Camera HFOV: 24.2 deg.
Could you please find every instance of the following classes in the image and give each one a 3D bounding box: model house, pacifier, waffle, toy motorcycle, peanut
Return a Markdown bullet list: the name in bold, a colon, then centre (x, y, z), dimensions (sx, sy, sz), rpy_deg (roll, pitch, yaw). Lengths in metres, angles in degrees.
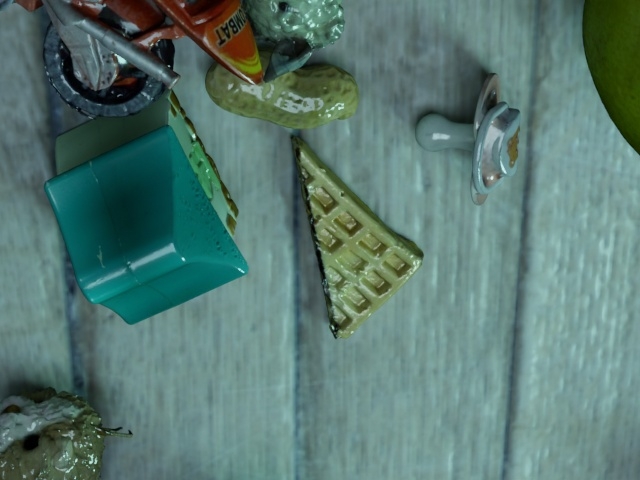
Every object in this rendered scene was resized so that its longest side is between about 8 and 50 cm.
- **model house**: centre (-0.121, -0.017, 1.042), dimensions (0.100, 0.149, 0.127), rpy_deg (-24, 118, 9)
- **pacifier**: centre (0.105, -0.074, 1.089), dimensions (0.078, 0.081, 0.099), rpy_deg (11, 117, 19)
- **waffle**: centre (0.000, 0.000, 1.134), dimensions (0.097, 0.023, 0.152), rpy_deg (-41, 115, 12)
- **toy motorcycle**: centre (-0.153, -0.219, 0.960), dimensions (0.171, 0.089, 0.298), rpy_deg (-15, 112, 20)
- **peanut**: centre (-0.027, -0.108, 1.063), dimensions (0.113, 0.054, 0.054), rpy_deg (8, 115, -14)

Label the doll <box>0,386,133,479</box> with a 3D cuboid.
- **doll**: centre (-0.236, 0.216, 1.166), dimensions (0.115, 0.105, 0.221), rpy_deg (22, 110, -24)

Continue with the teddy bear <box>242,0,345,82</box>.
- **teddy bear**: centre (-0.011, -0.220, 0.988), dimensions (0.111, 0.133, 0.213), rpy_deg (-39, 148, -34)

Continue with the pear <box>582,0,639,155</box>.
- **pear**: centre (0.281, -0.150, 0.993), dimensions (0.212, 0.212, 0.269), rpy_deg (-10, 122, -2)
